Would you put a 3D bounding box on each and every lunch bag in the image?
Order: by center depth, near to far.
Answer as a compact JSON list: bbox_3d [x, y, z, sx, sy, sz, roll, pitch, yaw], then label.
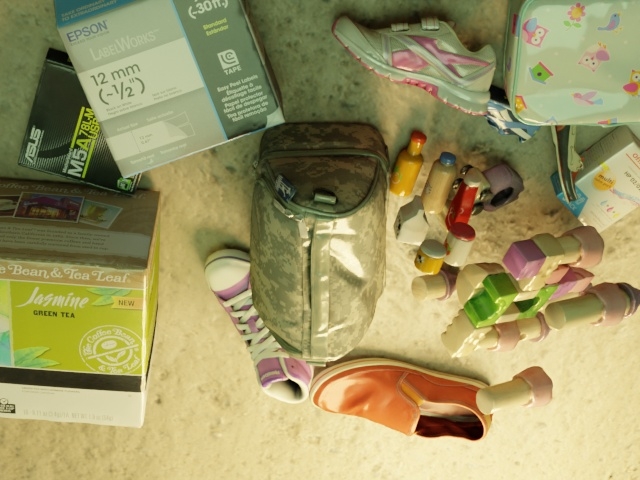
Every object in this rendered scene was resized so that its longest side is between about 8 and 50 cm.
[{"bbox_3d":[0.403,-0.279,1.738,0.279,0.108,0.224,-2,119,-2],"label":"lunch bag"},{"bbox_3d":[0.000,0.000,1.836,0.212,0.256,0.305,1,124,-2],"label":"lunch bag"}]

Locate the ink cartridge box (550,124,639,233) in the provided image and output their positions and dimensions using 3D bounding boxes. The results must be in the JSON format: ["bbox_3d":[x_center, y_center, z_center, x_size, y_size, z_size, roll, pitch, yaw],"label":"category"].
[{"bbox_3d":[0.459,-0.104,1.889,0.181,0.062,0.104,-38,117,22],"label":"ink cartridge box"}]

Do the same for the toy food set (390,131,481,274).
[{"bbox_3d":[0.174,-0.056,1.816,0.111,0.232,0.105,10,124,-12],"label":"toy food set"}]

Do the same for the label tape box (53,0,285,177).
[{"bbox_3d":[-0.221,-0.290,1.693,0.249,0.115,0.348,-18,117,5],"label":"label tape box"}]

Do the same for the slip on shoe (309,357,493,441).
[{"bbox_3d":[0.143,0.282,2.130,0.331,0.101,0.123,10,126,-6],"label":"slip on shoe"}]

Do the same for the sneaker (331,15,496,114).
[{"bbox_3d":[0.139,-0.273,1.751,0.252,0.103,0.111,22,100,-7],"label":"sneaker"}]

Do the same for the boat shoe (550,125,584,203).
[{"bbox_3d":[0.375,-0.125,1.849,0.043,0.049,0.137,-9,84,9],"label":"boat shoe"}]

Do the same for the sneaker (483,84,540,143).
[{"bbox_3d":[0.265,-0.189,1.833,0.144,0.053,0.059,24,123,-15],"label":"sneaker"}]

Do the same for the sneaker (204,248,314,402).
[{"bbox_3d":[-0.092,0.147,1.997,0.102,0.161,0.282,-28,119,19],"label":"sneaker"}]

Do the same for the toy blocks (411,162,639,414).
[{"bbox_3d":[0.343,0.066,1.944,0.260,0.309,0.289,-10,145,-34],"label":"toy blocks"}]

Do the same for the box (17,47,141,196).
[{"bbox_3d":[-0.341,-0.173,1.839,0.184,0.045,0.191,16,122,-15],"label":"box"}]

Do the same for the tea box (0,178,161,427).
[{"bbox_3d":[-0.423,0.096,1.918,0.328,0.220,0.324,4,124,-3],"label":"tea box"}]
